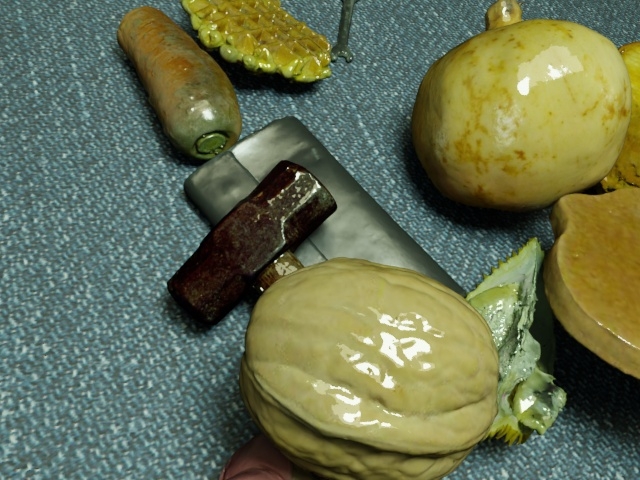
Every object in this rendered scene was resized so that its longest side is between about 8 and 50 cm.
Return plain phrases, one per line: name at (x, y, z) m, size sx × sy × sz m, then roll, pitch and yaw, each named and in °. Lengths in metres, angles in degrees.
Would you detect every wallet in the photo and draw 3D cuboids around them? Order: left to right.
wallet at (0.000, -0.001, 0.826) m, size 0.228 × 0.062 × 0.406 m, roll -36°, pitch 72°, yaw -22°

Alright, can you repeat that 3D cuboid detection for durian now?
durian at (0.255, 0.154, 0.738) m, size 0.172 × 0.166 × 0.306 m, roll 35°, pitch 51°, yaw 6°

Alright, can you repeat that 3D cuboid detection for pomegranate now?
pomegranate at (0.306, -0.215, 0.891) m, size 0.343 × 0.342 × 0.342 m, roll 6°, pitch 57°, yaw -10°

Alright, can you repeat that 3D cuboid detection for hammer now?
hammer at (0.011, 0.110, 0.700) m, size 0.242 × 0.095 × 0.409 m, roll -43°, pitch 76°, yaw -4°

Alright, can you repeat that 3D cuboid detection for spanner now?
spanner at (0.053, -0.458, 1.165) m, size 0.054 × 0.015 × 0.254 m, roll 13°, pitch 57°, yaw -8°

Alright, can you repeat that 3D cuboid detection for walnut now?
walnut at (0.049, 0.131, 0.555) m, size 0.261 × 0.225 × 0.224 m, roll 17°, pitch 56°, yaw 5°

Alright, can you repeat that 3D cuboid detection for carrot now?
carrot at (-0.229, -0.264, 0.905) m, size 0.139 × 0.138 × 0.301 m, roll -25°, pitch 67°, yaw -26°

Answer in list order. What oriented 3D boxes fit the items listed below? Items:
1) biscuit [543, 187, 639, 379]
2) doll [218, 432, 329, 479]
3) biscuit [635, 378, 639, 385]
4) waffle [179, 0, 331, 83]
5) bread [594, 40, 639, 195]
biscuit at (0.489, 0.063, 0.730) m, size 0.386 × 0.062 × 0.365 m, roll 12°, pitch 43°, yaw 5°
doll at (-0.015, 0.307, 0.588) m, size 0.256 × 0.152 × 0.196 m, roll 7°, pitch 24°, yaw -28°
biscuit at (0.608, 0.241, 0.858) m, size 0.231 × 0.025 × 0.131 m, roll -5°, pitch 59°, yaw -17°
waffle at (-0.108, -0.390, 1.021) m, size 0.282 × 0.058 × 0.300 m, roll -7°, pitch 52°, yaw -39°
bread at (0.647, -0.200, 1.034) m, size 0.399 × 0.215 × 0.398 m, roll 6°, pitch 52°, yaw -8°
